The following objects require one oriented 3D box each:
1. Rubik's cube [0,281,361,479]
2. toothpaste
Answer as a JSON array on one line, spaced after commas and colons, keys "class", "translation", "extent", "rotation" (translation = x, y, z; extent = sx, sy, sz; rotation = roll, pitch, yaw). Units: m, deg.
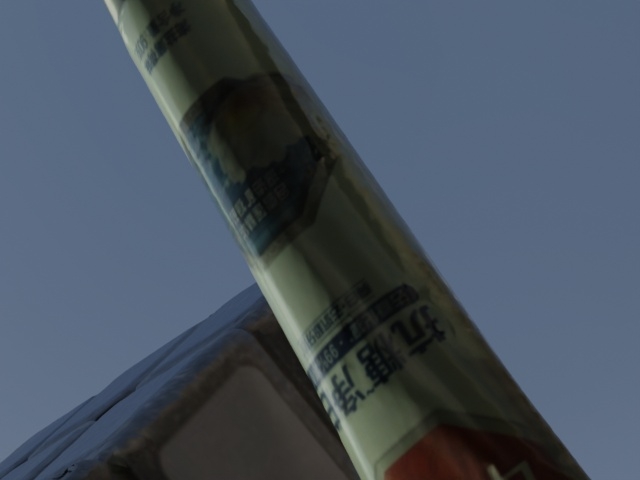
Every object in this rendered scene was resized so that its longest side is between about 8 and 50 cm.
[{"class": "Rubik's cube", "translation": [-0.056, 0.229, 0.684], "extent": [0.303, 0.301, 0.305], "rotation": [51, -139, -6]}, {"class": "toothpaste", "translation": [0.000, 0.000, 0.416], "extent": [0.039, 0.239, 0.062], "rotation": [3, -42, -51]}]
